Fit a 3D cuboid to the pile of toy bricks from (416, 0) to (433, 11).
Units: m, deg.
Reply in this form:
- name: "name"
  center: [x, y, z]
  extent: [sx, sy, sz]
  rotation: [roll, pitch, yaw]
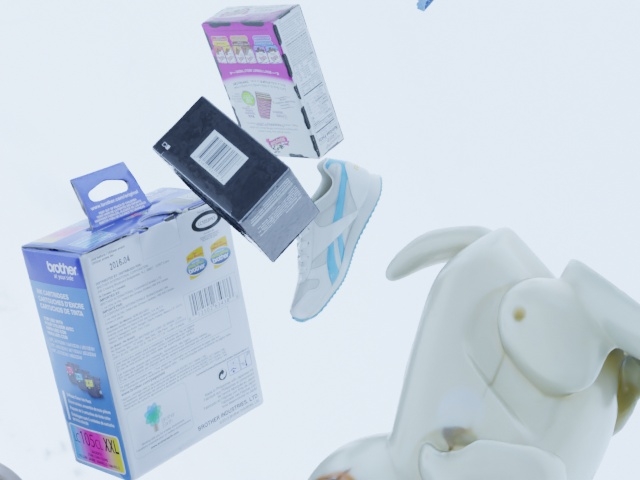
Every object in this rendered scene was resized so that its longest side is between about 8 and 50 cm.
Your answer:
- name: "pile of toy bricks"
  center: [0.122, -0.362, 1.479]
  extent: [0.105, 0.212, 0.118]
  rotation: [27, 143, 16]

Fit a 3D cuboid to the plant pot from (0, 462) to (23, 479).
- name: "plant pot"
  center: [-0.552, 0.442, 1.769]
  extent: [0.263, 0.263, 0.229]
  rotation: [61, -173, 8]

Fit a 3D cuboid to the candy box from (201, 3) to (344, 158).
- name: "candy box"
  center: [-0.072, -0.244, 1.938]
  extent: [0.159, 0.071, 0.233]
  rotation: [8, 127, 42]

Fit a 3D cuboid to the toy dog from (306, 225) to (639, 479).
- name: "toy dog"
  center: [0.141, 0.203, 1.243]
  extent: [0.395, 0.408, 0.284]
  rotation: [39, 178, 20]

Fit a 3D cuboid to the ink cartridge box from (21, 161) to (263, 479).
- name: "ink cartridge box"
  center: [-0.247, 0.093, 1.764]
  extent: [0.151, 0.270, 0.395]
  rotation: [8, 114, 41]

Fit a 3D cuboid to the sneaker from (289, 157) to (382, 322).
- name: "sneaker"
  center: [0.000, 0.000, 1.705]
  extent: [0.092, 0.228, 0.087]
  rotation: [23, 174, -14]

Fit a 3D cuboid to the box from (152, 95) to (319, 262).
- name: "box"
  center: [-0.100, -0.073, 1.532]
  extent: [0.156, 0.093, 0.158]
  rotation: [41, 174, 22]
